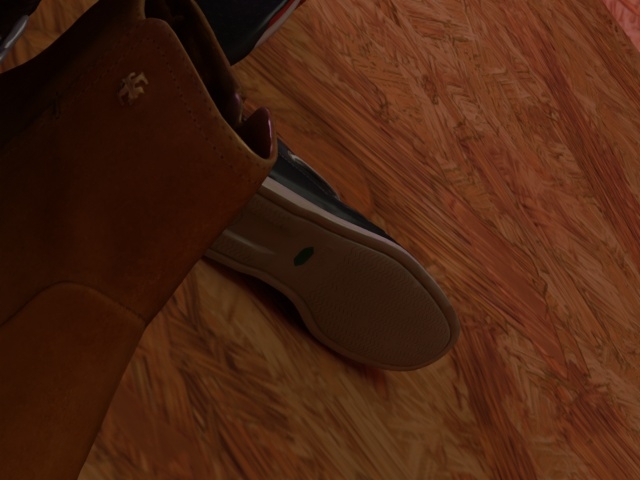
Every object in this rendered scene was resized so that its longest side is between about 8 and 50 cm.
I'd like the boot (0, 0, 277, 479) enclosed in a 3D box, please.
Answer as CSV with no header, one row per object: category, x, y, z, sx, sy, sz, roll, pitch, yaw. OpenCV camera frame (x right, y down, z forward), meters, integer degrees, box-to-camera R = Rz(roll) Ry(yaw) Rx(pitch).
boot,-0.099,0.037,0.639,0.104,0.211,0.295,35,27,-39

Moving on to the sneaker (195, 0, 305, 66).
sneaker,-0.046,-0.183,1.291,0.090,0.145,0.270,19,57,5

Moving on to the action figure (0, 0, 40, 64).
action figure,-0.186,0.001,0.559,0.185,0.099,0.285,41,55,-29

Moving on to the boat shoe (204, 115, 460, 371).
boat shoe,0.000,0.000,1.107,0.233,0.084,0.079,36,26,-32
